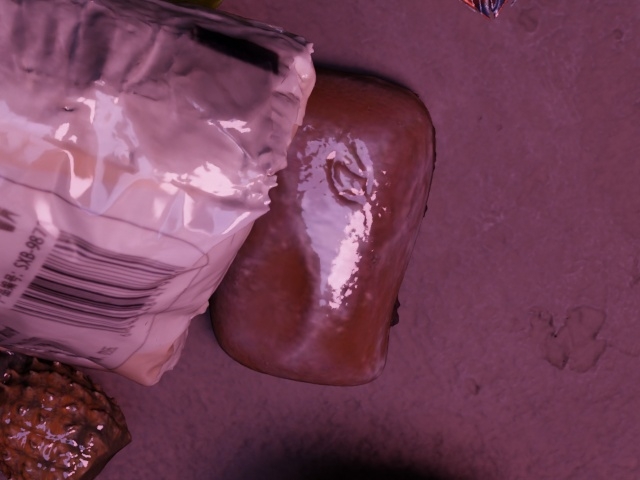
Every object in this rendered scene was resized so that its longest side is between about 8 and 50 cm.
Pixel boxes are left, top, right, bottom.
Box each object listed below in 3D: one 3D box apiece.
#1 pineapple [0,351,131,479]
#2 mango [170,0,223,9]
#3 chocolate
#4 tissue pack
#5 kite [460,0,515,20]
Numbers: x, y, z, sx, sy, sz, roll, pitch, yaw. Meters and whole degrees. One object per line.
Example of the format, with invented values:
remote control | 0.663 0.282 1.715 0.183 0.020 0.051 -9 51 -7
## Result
pineapple | -0.245 0.118 1.180 0.198 0.108 0.108 42 101 -2
mango | -0.137 -0.324 0.995 0.225 0.201 0.382 4 106 8
chocolate | 0.000 -0.001 1.154 0.161 0.083 0.261 9 107 -2
tissue pack | -0.221 -0.032 0.996 0.390 0.195 0.375 18 145 -20
kite | 0.123 -0.256 1.119 0.241 0.014 0.183 -15 103 3
